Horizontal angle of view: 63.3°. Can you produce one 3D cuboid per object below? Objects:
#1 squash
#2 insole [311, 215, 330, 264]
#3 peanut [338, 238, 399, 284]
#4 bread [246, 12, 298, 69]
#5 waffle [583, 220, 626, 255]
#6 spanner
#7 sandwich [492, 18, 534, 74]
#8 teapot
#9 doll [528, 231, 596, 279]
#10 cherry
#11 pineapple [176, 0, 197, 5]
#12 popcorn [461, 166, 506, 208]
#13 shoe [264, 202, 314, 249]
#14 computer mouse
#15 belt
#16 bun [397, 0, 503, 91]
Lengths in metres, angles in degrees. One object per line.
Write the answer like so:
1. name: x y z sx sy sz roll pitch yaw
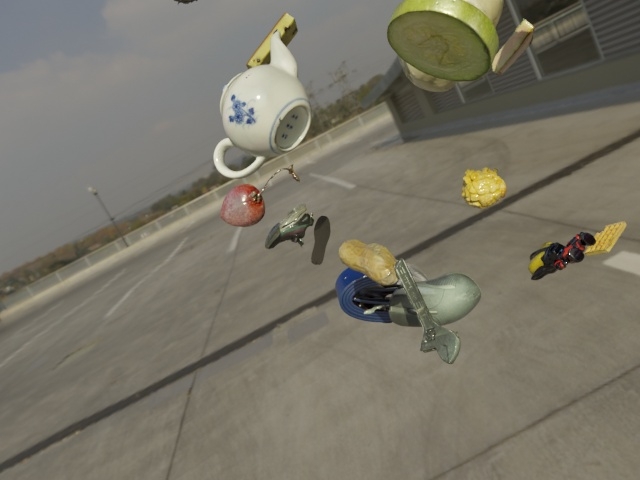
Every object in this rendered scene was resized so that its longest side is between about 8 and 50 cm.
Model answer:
1. squash: 0.266 -0.445 1.158 0.049 0.252 0.252 -67 19 -7
2. insole: 0.000 0.000 1.934 0.064 0.188 0.004 9 9 -7
3. peanut: 0.133 0.055 1.405 0.099 0.100 0.214 -33 32 -30
4. bread: -0.159 -0.644 1.728 0.226 0.049 0.088 -55 -11 -6
5. waffle: 0.898 -0.006 1.636 0.135 0.021 0.092 -45 7 -24
6. spanner: 0.233 0.152 1.195 0.093 0.026 0.325 -42 38 20
7. sandwich: 0.636 -0.634 1.743 0.162 0.058 0.193 -47 -10 12
8. teapot: -0.175 -0.367 1.442 0.252 0.280 0.424 2 -61 -62
9. doll: 0.649 0.042 1.430 0.127 0.088 0.249 -22 -10 -8
10. cherry: -0.151 -0.102 1.284 0.225 0.107 0.090 -23 -15 16
11. pineapple: -0.412 -0.790 1.542 0.202 0.202 0.362 -29 7 -9
12. popcorn: 0.611 -0.200 1.947 0.170 0.180 0.180 -53 6 11
13. shoe: -0.079 -0.021 1.480 0.169 0.099 0.071 -44 17 5
14. computer mouse: 0.319 0.201 1.581 0.379 0.167 0.090 -9 25 -8
15. belt: 0.231 0.182 1.885 0.346 0.212 0.117 2 23 -7
16. bun: 0.357 -0.609 1.475 0.362 0.234 0.326 -60 4 11
